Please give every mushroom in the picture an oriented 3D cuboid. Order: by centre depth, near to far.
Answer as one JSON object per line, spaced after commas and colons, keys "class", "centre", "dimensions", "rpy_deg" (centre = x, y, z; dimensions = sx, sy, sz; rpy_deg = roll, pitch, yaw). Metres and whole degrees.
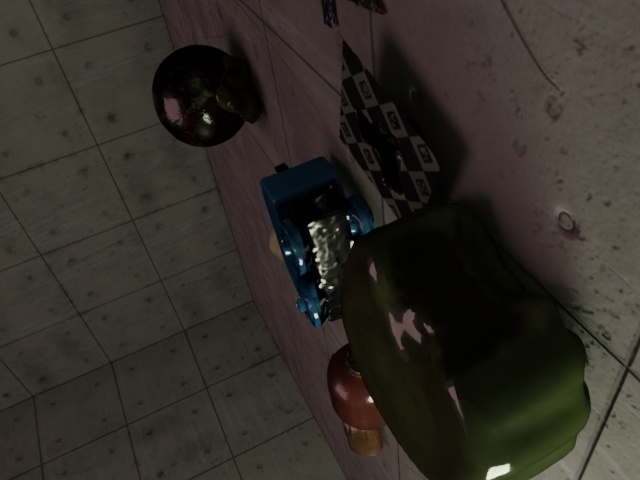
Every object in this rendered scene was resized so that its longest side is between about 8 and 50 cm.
{"class": "mushroom", "centre": [-0.069, -0.001, 1.592], "dimensions": [0.154, 0.122, 0.154], "rpy_deg": [-14, 72, 49]}

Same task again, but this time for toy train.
{"class": "toy train", "centre": [0.000, 0.000, 1.175], "dimensions": [0.265, 0.187, 0.300], "rpy_deg": [-123, 15, -53]}

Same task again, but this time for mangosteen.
{"class": "mangosteen", "centre": [-0.306, -0.390, 1.578], "dimensions": [0.288, 0.287, 0.288], "rpy_deg": [60, 165, 28]}

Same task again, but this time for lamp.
{"class": "lamp", "centre": [0.105, 0.328, 1.342], "dimensions": [0.180, 0.180, 0.258], "rpy_deg": [57, 165, 37]}

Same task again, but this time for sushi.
{"class": "sushi", "centre": [0.105, -0.139, 0.823], "dimensions": [0.220, 0.047, 0.231], "rpy_deg": [57, 168, 20]}

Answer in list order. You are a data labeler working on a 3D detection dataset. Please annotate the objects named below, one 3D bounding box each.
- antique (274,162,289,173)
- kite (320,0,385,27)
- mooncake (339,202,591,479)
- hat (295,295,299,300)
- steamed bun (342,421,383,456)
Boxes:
{"class": "antique", "centre": [-0.073, -0.152, 1.520], "dimensions": [0.192, 0.031, 0.015], "rpy_deg": [51, 166, 48]}
{"class": "kite", "centre": [0.005, -0.416, 0.829], "dimensions": [0.321, 0.016, 0.234], "rpy_deg": [50, 157, 50]}
{"class": "mooncake", "centre": [0.166, 0.136, 0.739], "dimensions": [0.351, 0.187, 0.351], "rpy_deg": [55, 159, 33]}
{"class": "hat", "centre": [-0.048, 0.199, 2.003], "dimensions": [0.087, 0.042, 0.058], "rpy_deg": [-49, 63, 37]}
{"class": "steamed bun", "centre": [0.116, 0.567, 1.805], "dimensions": [0.175, 0.106, 0.145], "rpy_deg": [-134, 25, -62]}
